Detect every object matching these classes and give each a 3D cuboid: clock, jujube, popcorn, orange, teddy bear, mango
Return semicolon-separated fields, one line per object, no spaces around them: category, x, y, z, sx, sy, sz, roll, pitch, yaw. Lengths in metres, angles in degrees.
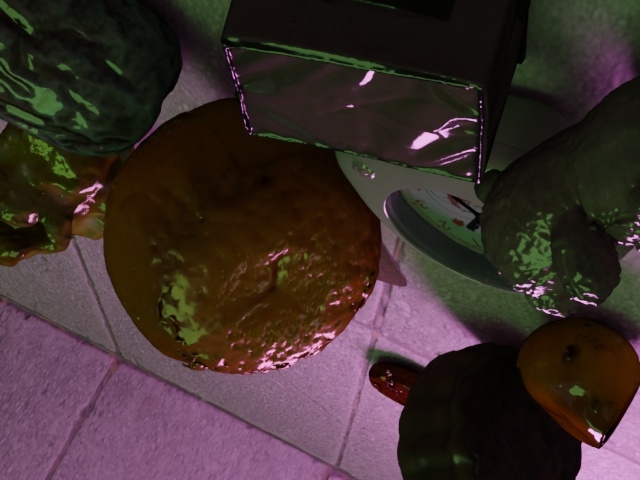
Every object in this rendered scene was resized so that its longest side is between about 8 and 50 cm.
clock;0.183;-0.043;1.418;0.265;0.109;0.324;13;156;36
jujube;-0.318;-0.229;1.502;0.317;0.226;0.226;30;162;-19
popcorn;-0.391;-0.094;1.865;0.225;0.276;0.276;29;165;34
orange;-0.098;-0.013;1.551;0.340;0.340;0.293;43;-175;-37
teddy bear;0.257;-0.047;1.121;0.151;0.236;0.267;41;139;-17
mango;0.348;0.182;1.733;0.166;0.136;0.236;37;169;19

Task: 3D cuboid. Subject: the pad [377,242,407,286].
pad;0.000;0.000;1.942;0.266;0.002;0.176;17;157;31

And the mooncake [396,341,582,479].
mooncake;0.264;0.296;1.916;0.290;0.290;0.161;37;153;-23

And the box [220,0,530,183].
box;0.049;-0.174;1.152;0.252;0.153;0.188;13;159;12

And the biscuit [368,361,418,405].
biscuit;0.173;0.276;2.345;0.192;0.049;0.192;26;168;6
